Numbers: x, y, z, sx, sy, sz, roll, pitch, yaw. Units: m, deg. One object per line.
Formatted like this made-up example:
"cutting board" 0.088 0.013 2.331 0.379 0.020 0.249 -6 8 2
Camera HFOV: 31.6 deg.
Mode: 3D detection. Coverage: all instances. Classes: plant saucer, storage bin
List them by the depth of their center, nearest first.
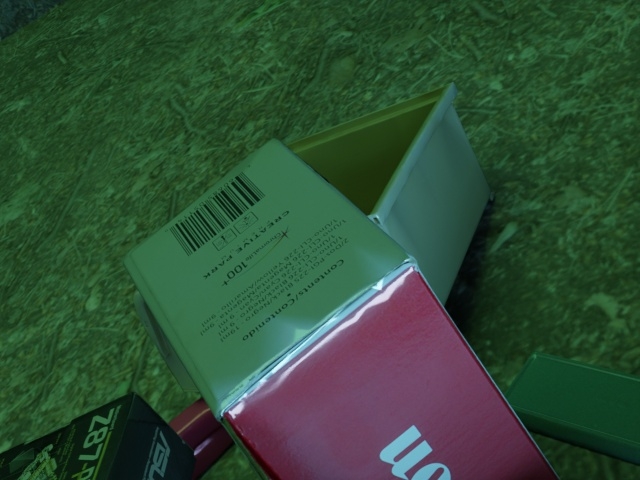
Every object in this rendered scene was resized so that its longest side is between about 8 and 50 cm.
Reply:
"plant saucer" 0.210 0.121 0.806 0.192 0.018 0.067 11 55 50
"storage bin" 0.000 0.000 1.019 0.260 0.123 0.262 -17 22 28

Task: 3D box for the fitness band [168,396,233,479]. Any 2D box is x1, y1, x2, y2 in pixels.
"fitness band" -0.096 0.229 0.930 0.291 0.054 0.209 -46 32 -13

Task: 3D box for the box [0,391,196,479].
"box" -0.271 0.321 0.823 0.318 0.097 0.395 -29 27 22

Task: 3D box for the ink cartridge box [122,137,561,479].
"ink cartridge box" 0.050 0.127 0.674 0.130 0.309 0.272 -39 32 -4
